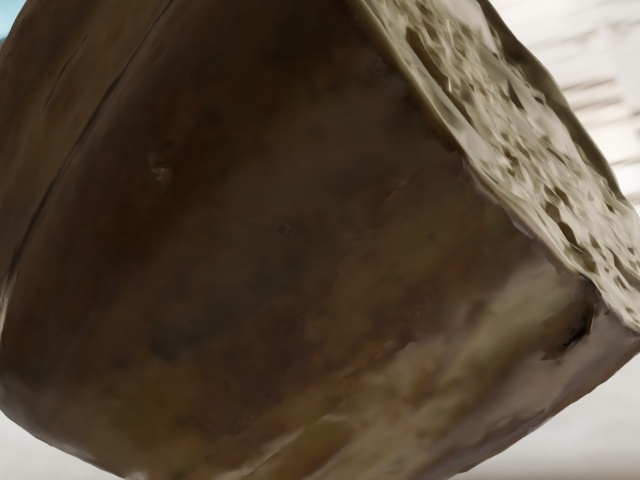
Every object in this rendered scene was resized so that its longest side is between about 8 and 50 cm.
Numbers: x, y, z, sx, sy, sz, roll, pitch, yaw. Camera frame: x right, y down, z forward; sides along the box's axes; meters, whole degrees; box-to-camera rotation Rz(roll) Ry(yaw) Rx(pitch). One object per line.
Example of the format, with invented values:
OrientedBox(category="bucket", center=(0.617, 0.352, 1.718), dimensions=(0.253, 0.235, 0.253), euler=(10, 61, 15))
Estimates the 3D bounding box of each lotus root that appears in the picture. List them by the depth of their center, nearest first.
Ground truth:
OrientedBox(category="lotus root", center=(0.000, 0.000, 0.760), dimensions=(0.250, 0.316, 0.316), euler=(-46, -170, 11))
